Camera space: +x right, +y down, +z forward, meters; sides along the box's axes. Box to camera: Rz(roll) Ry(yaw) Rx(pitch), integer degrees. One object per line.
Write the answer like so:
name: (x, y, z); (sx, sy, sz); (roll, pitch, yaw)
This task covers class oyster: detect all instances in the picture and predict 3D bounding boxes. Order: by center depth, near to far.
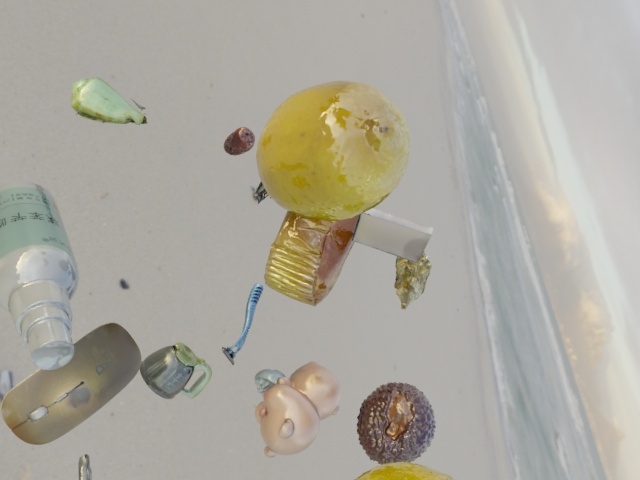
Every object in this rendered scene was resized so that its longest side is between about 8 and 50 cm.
oyster: (0.240, 0.096, 1.427); (0.122, 0.146, 0.045); (50, 16, 10)

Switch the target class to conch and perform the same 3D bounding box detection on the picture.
conch: (-0.450, -0.279, 1.108); (0.170, 0.079, 0.106); (27, 54, -3)

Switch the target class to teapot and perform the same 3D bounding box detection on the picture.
teapot: (-0.274, 0.244, 1.019); (0.092, 0.090, 0.124); (52, 5, 30)

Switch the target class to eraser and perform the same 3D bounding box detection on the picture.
eraser: (0.146, -0.012, 1.087); (0.104, 0.150, 0.023); (102, 8, -53)

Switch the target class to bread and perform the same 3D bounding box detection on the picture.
bread: (0.000, 0.000, 1.193); (0.204, 0.156, 0.288); (83, 29, -68)

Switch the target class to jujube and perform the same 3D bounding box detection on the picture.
jujube: (-0.260, -0.309, 1.677); (0.077, 0.129, 0.077); (15, 68, -39)

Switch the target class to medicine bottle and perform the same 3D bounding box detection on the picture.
medicine bottle: (-0.398, 0.041, 0.734); (0.352, 0.110, 0.110); (47, -1, 44)

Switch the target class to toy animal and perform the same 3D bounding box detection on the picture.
toy animal: (-0.058, 0.448, 1.415); (0.210, 0.221, 0.230); (112, -30, -44)

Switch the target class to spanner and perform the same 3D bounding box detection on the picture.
spanner: (-0.245, 0.327, 0.552); (0.254, 0.015, 0.054); (-132, -137, -55)

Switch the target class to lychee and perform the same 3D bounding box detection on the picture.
lychee: (0.174, 0.417, 1.219); (0.188, 0.188, 0.188); (51, 30, -44)

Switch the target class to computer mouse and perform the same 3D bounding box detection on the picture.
computer mouse: (-0.355, 0.205, 0.772); (0.199, 0.044, 0.102); (-39, 110, -35)

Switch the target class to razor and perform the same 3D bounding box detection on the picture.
razor: (-0.217, 0.234, 1.545); (0.082, 0.042, 0.253); (72, 28, -48)

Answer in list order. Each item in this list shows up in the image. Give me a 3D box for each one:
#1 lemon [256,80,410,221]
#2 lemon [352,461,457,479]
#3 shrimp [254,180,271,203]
lemon: (0.018, -0.145, 0.882); (0.236, 0.263, 0.236); (-31, 131, -44)
lemon: (0.085, 0.300, 0.495); (0.206, 0.173, 0.174); (128, -42, -60)
shrimp: (-0.066, -0.191, 1.125); (0.317, 0.164, 0.062); (-50, 148, -37)
